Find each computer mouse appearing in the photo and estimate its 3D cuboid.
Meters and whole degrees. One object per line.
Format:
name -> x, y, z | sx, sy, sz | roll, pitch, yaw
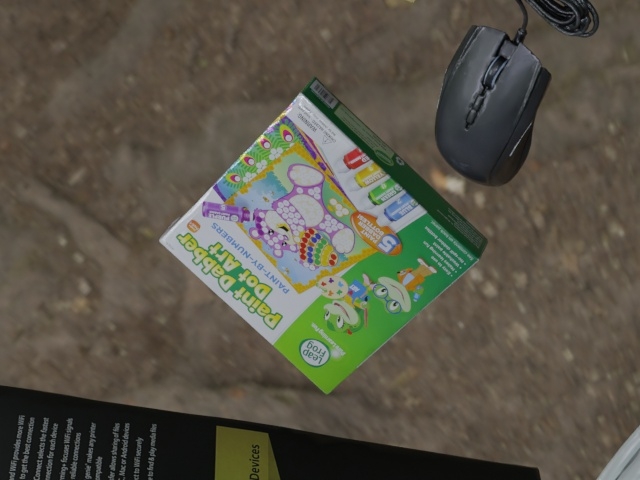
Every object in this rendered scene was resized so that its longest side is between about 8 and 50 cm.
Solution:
computer mouse -> 0.130, -0.162, 1.454 | 0.184, 0.262, 0.060 | 38, 50, 13

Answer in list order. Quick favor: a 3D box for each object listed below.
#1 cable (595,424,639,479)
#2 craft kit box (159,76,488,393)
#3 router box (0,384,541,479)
cable -> 0.237, 0.156, 0.863 | 0.257, 0.257, 0.089 | -25, 49, -29
craft kit box -> 0.000, 0.000, 1.631 | 0.250, 0.061, 0.246 | 42, 122, -5
router box -> -0.032, 0.198, 0.532 | 0.243, 0.081, 0.309 | 11, 40, -10
